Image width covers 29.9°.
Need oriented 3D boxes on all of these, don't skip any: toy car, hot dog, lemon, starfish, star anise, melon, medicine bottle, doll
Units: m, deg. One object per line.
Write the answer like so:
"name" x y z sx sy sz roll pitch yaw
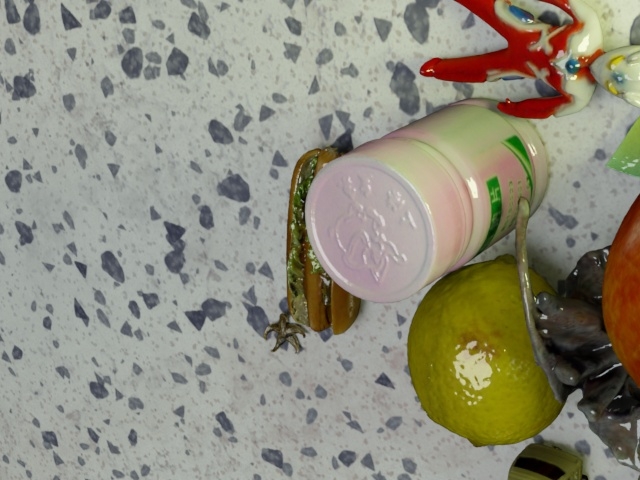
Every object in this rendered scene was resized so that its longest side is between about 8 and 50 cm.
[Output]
"toy car" 0.341 0.450 1.863 0.101 0.124 0.257 15 117 34
"hot dog" 0.000 0.000 1.947 0.135 0.100 0.337 19 121 31
"lemon" 0.247 0.164 1.731 0.267 0.267 0.267 16 118 32
"starfish" -0.061 0.163 2.116 0.091 0.028 0.078 -2 114 36
"star anise" 0.375 0.130 1.606 0.139 0.315 0.360 -19 71 46
"melon" 0.504 -0.125 1.550 0.261 0.053 0.114 5 94 32
"medicine bottle" 0.154 -0.062 1.650 0.212 0.325 0.212 15 116 32
"doll" 0.304 -0.251 1.611 0.384 0.099 0.188 18 119 35

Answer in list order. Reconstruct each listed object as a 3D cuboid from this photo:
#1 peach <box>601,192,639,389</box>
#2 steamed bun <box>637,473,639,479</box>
"peach" 0.524 0.040 1.393 0.388 0.388 0.388 16 118 32
"steamed bun" 0.531 0.408 1.710 0.175 0.106 0.145 14 117 31
